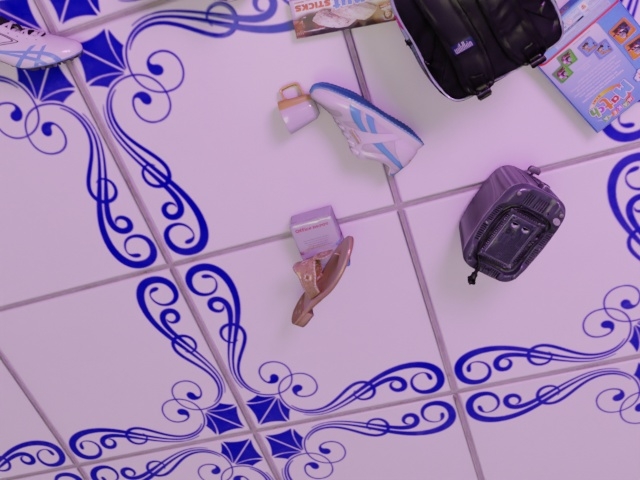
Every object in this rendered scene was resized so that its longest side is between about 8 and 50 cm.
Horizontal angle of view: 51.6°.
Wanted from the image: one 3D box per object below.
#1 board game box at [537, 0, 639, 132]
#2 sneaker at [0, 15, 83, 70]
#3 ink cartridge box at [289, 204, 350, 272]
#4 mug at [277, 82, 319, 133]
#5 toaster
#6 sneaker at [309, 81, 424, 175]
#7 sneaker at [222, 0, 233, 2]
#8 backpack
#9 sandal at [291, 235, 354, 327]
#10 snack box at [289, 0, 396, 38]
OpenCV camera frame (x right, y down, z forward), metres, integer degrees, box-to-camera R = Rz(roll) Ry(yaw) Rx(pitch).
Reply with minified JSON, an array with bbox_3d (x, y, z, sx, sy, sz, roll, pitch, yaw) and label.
[{"bbox_3d":[0.470,-0.310,1.126,0.211,0.039,0.160,41,115,-17],"label":"board game box"},{"bbox_3d":[-0.536,-0.350,1.154,0.237,0.085,0.086,5,124,0],"label":"sneaker"},{"bbox_3d":[0.000,0.000,1.329,0.089,0.052,0.122,-15,119,13],"label":"ink cartridge box"},{"bbox_3d":[-0.040,-0.239,1.195,0.064,0.062,0.078,-22,122,7],"label":"mug"},{"bbox_3d":[0.342,-0.031,1.232,0.129,0.146,0.227,25,117,-9],"label":"toaster"},{"bbox_3d":[0.072,-0.201,1.186,0.229,0.087,0.092,31,110,-15],"label":"sneaker"},{"bbox_3d":[-0.240,-0.465,1.042,0.297,0.131,0.111,18,121,-4],"label":"sneaker"},{"bbox_3d":[0.225,-0.377,1.017,0.225,0.191,0.253,-29,123,23],"label":"backpack"},{"bbox_3d":[-0.023,0.076,1.294,0.079,0.088,0.240,20,126,-16],"label":"sandal"},{"bbox_3d":[0.040,-0.391,1.123,0.178,0.022,0.064,-8,117,9],"label":"snack box"}]
